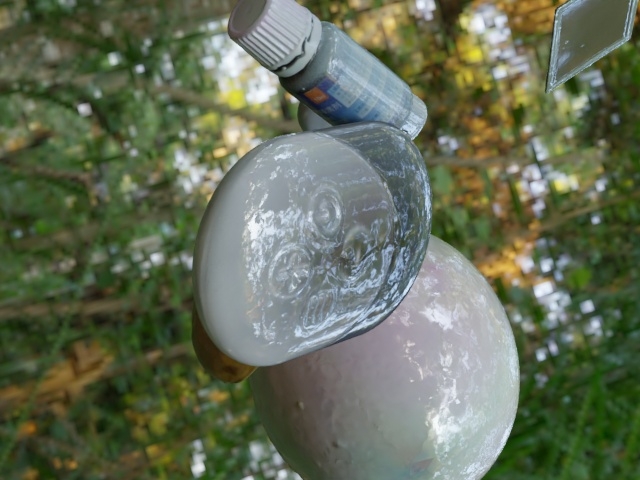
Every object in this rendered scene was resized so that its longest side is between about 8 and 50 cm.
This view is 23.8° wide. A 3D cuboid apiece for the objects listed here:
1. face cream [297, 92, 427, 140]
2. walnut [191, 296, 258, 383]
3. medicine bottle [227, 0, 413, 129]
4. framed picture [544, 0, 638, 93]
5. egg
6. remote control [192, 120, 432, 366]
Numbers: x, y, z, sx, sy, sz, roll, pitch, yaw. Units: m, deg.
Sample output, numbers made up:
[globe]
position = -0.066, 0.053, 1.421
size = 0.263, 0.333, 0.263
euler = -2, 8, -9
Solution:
[face cream]
position = 0.039, -0.188, 2.135
size = 0.291, 0.144, 0.071
euler = 23, 33, -58
[walnut]
position = -0.076, 0.044, 1.612
size = 0.087, 0.211, 0.167
euler = 36, 9, -24
[medicine bottle]
position = 0.000, -0.174, 1.505
size = 0.203, 0.083, 0.083
euler = 36, 8, -34
[framed picture]
position = 0.337, -0.269, 1.881
size = 0.011, 0.142, 0.183
euler = 51, -13, 24
[egg]
position = 0.091, 0.190, 1.935
size = 0.340, 0.354, 0.354
euler = -110, -171, -66
[remote control]
position = 0.000, 0.000, 1.451
size = 0.103, 0.332, 0.221
euler = 18, -69, 34
